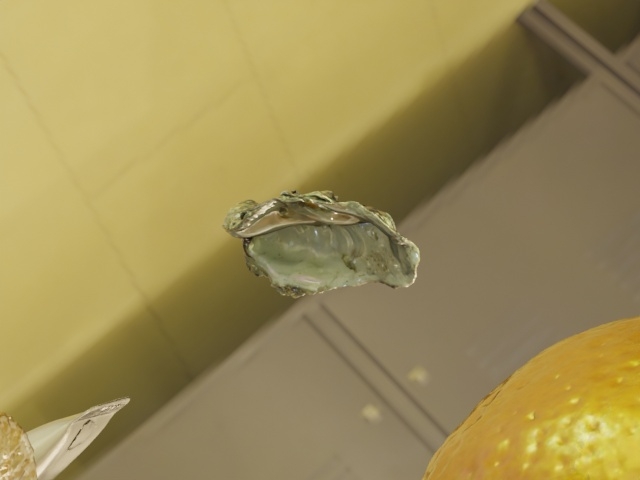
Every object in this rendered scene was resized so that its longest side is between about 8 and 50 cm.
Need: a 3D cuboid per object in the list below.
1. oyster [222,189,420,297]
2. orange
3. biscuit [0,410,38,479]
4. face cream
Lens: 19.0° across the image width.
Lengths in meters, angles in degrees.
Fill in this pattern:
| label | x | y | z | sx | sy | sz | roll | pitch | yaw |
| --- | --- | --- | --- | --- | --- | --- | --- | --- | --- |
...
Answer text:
| label | x | y | z | sx | sy | sz | roll | pitch | yaw |
| --- | --- | --- | --- | --- | --- | --- | --- | --- | --- |
| oyster | -0.002 | 0.003 | 1.978 | 0.087 | 0.199 | 0.252 | -60 | -178 | -21 |
| orange | 0.204 | 0.142 | 0.916 | 0.334 | 0.262 | 0.196 | 30 | 60 | -27 |
| biscuit | -0.262 | 0.203 | 1.251 | 0.220 | 0.033 | 0.220 | -41 | 149 | -31 |
| face cream | -0.313 | 0.237 | 1.742 | 0.314 | 0.089 | 0.143 | -33 | 173 | 7 |
